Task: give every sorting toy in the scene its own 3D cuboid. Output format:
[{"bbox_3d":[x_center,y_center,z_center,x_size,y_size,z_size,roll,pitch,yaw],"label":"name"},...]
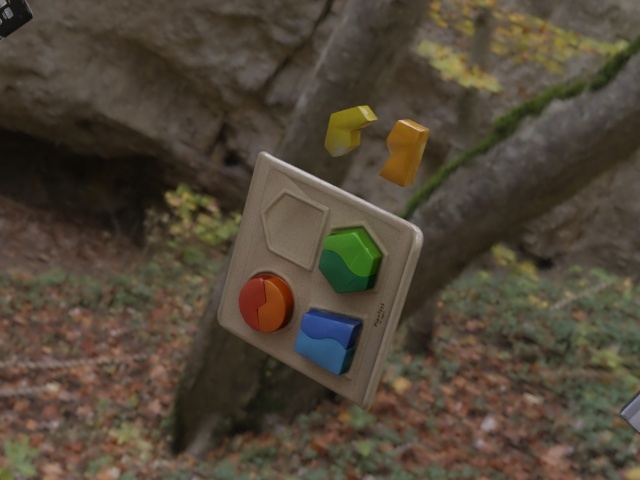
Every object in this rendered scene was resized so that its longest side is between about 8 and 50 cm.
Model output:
[{"bbox_3d":[0.000,0.000,1.299,0.229,0.307,0.041,29,25,30],"label":"sorting toy"}]

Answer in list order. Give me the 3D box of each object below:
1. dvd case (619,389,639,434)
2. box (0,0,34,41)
[{"bbox_3d":[0.415,0.174,1.104,0.238,0.179,0.029,44,13,7],"label":"dvd case"},{"bbox_3d":[-0.503,-0.318,1.389,0.079,0.257,0.322,28,-29,46],"label":"box"}]
